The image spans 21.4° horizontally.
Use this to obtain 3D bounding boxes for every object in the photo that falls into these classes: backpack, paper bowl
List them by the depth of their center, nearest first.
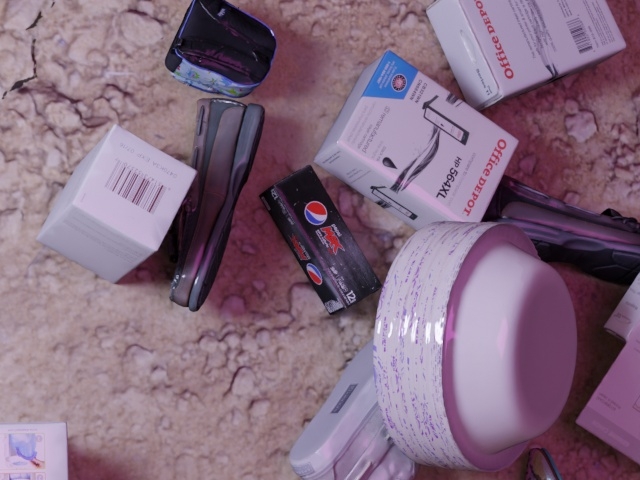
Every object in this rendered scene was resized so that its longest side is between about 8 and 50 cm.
[{"bbox_3d":[0.190,0.120,1.913,0.284,0.148,0.284,-4,94,-58],"label":"paper bowl"},{"bbox_3d":[-0.114,-0.221,1.975,0.114,0.084,0.105,24,67,-10],"label":"backpack"}]

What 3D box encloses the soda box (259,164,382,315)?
[{"bbox_3d":[0.000,0.000,1.986,0.060,0.053,0.169,-31,91,-27],"label":"soda box"}]

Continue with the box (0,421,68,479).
[{"bbox_3d":[-0.322,0.295,1.745,0.103,0.114,0.203,2,77,-24],"label":"box"}]

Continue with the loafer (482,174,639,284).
[{"bbox_3d":[0.341,-0.013,2.108,0.302,0.109,0.095,12,69,-17],"label":"loafer"}]

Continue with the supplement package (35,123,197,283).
[{"bbox_3d":[-0.223,-0.036,1.832,0.105,0.179,0.105,30,68,-14],"label":"supplement package"}]

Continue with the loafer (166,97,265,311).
[{"bbox_3d":[-0.136,-0.045,1.933,0.084,0.096,0.267,16,63,2],"label":"loafer"}]

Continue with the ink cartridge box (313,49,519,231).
[{"bbox_3d":[0.118,-0.108,2.044,0.203,0.086,0.148,32,67,-12],"label":"ink cartridge box"}]

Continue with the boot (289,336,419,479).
[{"bbox_3d":[0.079,0.204,1.962,0.123,0.095,0.258,49,67,-19],"label":"boot"}]

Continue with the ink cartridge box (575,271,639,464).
[{"bbox_3d":[0.454,0.173,2.097,0.275,0.060,0.239,33,91,-29],"label":"ink cartridge box"}]

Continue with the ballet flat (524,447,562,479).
[{"bbox_3d":[0.282,0.358,2.014,0.079,0.077,0.221,-27,89,-6],"label":"ballet flat"}]

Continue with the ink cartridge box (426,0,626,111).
[{"bbox_3d":[0.259,-0.268,2.142,0.208,0.087,0.153,-22,87,-26],"label":"ink cartridge box"}]
